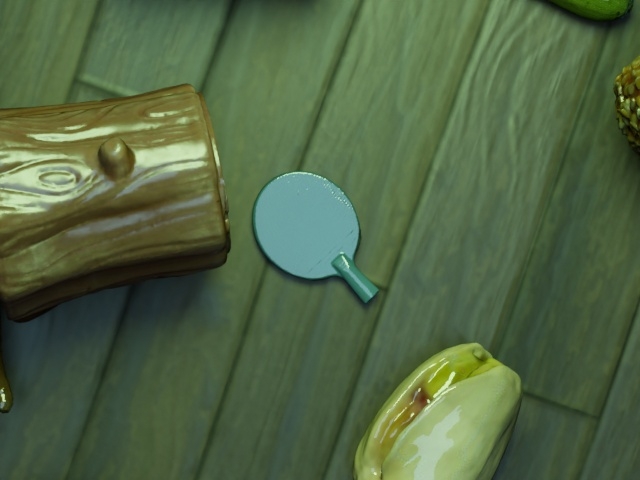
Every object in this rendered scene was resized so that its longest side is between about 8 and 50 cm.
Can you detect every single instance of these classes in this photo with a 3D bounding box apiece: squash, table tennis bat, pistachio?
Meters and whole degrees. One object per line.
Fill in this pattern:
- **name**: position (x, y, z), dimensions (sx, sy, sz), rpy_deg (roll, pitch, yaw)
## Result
- **squash**: position (0.224, -0.264, 1.648), dimensions (0.183, 0.052, 0.052), rpy_deg (25, 89, -5)
- **table tennis bat**: position (0.000, 0.000, 1.652), dimensions (0.100, 0.019, 0.155), rpy_deg (-44, 91, -3)
- **pistachio**: position (0.113, 0.195, 1.618), dimensions (0.200, 0.117, 0.145), rpy_deg (-55, 131, -9)

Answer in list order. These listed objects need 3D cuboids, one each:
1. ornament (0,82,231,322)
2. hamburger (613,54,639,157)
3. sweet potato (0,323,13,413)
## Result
- **ornament**: position (-0.205, -0.045, 1.557), dimensions (0.217, 0.221, 0.235), rpy_deg (-11, 132, -8)
- **hamburger**: position (0.414, -0.119, 1.552), dimensions (0.291, 0.291, 0.225), rpy_deg (42, 84, -3)
- **sweet potato**: position (-0.369, -0.001, 1.578), dimensions (0.112, 0.112, 0.359), rpy_deg (-23, 92, -3)
